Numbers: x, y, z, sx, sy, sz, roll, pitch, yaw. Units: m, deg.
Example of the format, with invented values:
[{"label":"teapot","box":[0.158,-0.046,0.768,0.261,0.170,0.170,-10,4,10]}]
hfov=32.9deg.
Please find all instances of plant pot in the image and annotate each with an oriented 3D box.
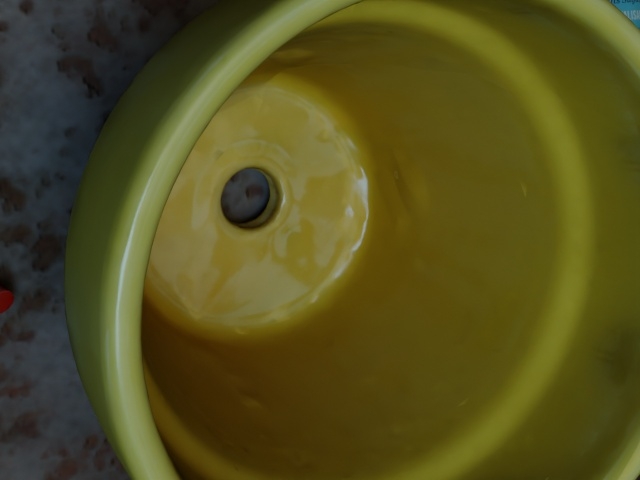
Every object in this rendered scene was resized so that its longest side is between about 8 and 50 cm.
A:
[{"label":"plant pot","box":[0.000,0.000,0.494,0.254,0.239,0.254,-6,104,-24]}]

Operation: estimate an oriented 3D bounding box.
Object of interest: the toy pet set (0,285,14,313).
[{"label":"toy pet set","box":[-0.230,0.031,0.509,0.122,0.065,0.114,-45,150,-6]}]

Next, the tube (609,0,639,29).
[{"label":"tube","box":[0.161,-0.176,0.641,0.080,0.052,0.207,-12,100,-32]}]
